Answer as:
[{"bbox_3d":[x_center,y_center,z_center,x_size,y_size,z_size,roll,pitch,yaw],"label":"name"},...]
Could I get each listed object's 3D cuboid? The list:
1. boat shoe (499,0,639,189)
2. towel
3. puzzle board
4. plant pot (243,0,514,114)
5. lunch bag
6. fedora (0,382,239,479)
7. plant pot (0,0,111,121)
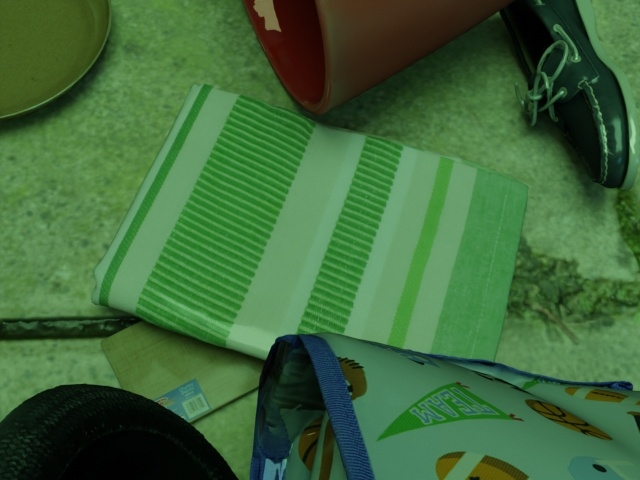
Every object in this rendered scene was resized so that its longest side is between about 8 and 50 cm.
[{"bbox_3d":[0.223,-0.151,0.786,0.079,0.095,0.254,-4,61,-6],"label":"boat shoe"},{"bbox_3d":[0.000,0.000,0.723,0.325,0.038,0.247,17,58,6],"label":"towel"},{"bbox_3d":[-0.100,0.093,0.692,0.128,0.011,0.096,-27,67,-14],"label":"puzzle board"},{"bbox_3d":[0.058,-0.278,0.744,0.243,0.275,0.275,-22,65,-10],"label":"plant pot"},{"bbox_3d":[0.133,0.209,0.467,0.328,0.238,0.385,10,30,-16],"label":"lunch bag"},{"bbox_3d":[-0.136,0.259,0.494,0.153,0.334,0.334,-28,62,18],"label":"fedora"},{"bbox_3d":[-0.320,-0.203,0.832,0.236,0.032,0.236,1,61,-1],"label":"plant pot"}]
